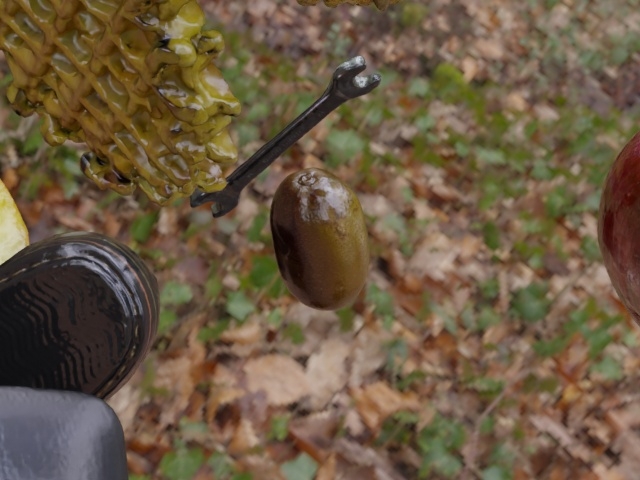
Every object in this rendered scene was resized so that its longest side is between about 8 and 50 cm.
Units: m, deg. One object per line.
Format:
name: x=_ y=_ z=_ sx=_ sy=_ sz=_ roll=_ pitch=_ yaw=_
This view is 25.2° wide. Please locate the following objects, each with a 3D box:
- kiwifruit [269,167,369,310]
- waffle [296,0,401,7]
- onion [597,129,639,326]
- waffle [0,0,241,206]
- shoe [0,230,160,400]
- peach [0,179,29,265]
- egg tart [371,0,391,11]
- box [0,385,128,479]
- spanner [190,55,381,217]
kiwifruit: x=0.000 y=0.000 z=1.111 sx=0.075 sy=0.124 sz=0.075 roll=-7 pitch=34 yaw=4
waffle: x=0.087 y=-0.371 z=1.887 sx=0.254 sy=0.245 sz=0.052 roll=-5 pitch=74 yaw=-21
onion: x=0.227 y=0.017 z=0.749 sx=0.159 sy=0.195 sz=0.159 roll=-8 pitch=31 yaw=5
waffle: x=-0.143 y=-0.123 z=0.880 sx=0.228 sy=0.232 sz=0.051 roll=19 pitch=48 yaw=37
shoe: x=-0.276 y=0.091 z=1.473 sx=0.171 sy=0.384 sz=0.237 roll=56 pitch=34 yaw=-4
peach: x=-0.572 y=-0.011 z=1.737 sx=0.380 sy=0.306 sz=0.242 roll=31 pitch=43 yaw=-31
egg tart: x=0.024 y=-0.252 z=0.774 sx=0.388 sy=0.388 sz=0.169 roll=8 pitch=61 yaw=-27
box: x=-0.241 y=0.218 z=1.156 sx=0.201 sy=0.042 sz=0.212 roll=11 pitch=57 yaw=-38
spanner: x=-0.035 y=-0.092 z=1.331 sx=0.054 sy=0.254 sz=0.015 roll=14 pitch=50 yaw=-40
